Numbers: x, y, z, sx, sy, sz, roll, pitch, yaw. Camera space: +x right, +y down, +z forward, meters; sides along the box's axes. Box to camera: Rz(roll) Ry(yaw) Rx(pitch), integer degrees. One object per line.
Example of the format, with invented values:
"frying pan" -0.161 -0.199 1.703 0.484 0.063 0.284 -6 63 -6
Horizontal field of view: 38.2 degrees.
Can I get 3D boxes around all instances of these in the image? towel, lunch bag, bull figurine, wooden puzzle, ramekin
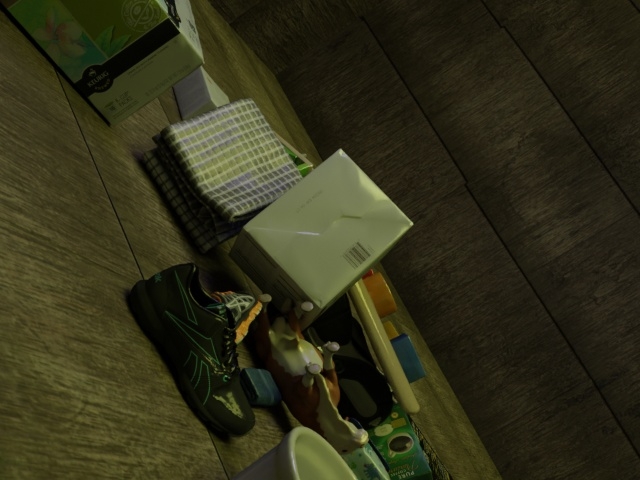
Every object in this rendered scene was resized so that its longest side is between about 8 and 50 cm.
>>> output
"towel" -0.102 0.244 1.528 0.067 0.029 0.119 60 9 18
"lunch bag" 0.059 0.400 1.680 0.129 0.096 0.151 55 -5 0
"towel" -0.176 -0.138 1.783 0.283 0.121 0.235 -31 88 -49
"bull figurine" -0.026 0.228 1.592 0.310 0.101 0.188 47 -37 37
"wooden puzzle" 0.135 0.186 1.991 0.348 0.080 0.322 -112 178 -86
"ramekin" -0.014 0.390 1.173 0.277 0.135 0.277 56 9 -14

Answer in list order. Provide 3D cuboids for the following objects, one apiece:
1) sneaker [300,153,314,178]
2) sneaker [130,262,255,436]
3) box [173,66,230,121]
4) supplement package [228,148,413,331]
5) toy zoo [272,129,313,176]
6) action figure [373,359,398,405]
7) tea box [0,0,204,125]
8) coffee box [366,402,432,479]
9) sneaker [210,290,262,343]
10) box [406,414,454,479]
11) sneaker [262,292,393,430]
"sneaker" -0.079 -0.093 2.207 0.137 0.210 0.366 58 9 5
"sneaker" -0.159 0.155 1.302 0.267 0.106 0.101 58 8 -7
"box" -0.285 -0.329 2.297 0.130 0.091 0.170 49 13 -41
"supplement package" 0.000 0.000 1.720 0.204 0.262 0.145 47 -27 5
"toy zoo" -0.179 -0.167 1.968 0.192 0.030 0.293 42 42 23
"action figure" 0.093 0.285 2.229 0.285 0.099 0.185 54 16 6
"tea box" -0.403 -0.451 1.687 0.323 0.220 0.329 50 12 -37
"coffee box" 0.150 0.437 1.941 0.040 0.113 0.184 80 -11 -45
"sneaker" -0.156 0.118 1.520 0.083 0.084 0.215 47 9 -7
"box" 0.240 0.563 2.101 0.257 0.079 0.322 58 9 -9
"sneaker" -0.009 0.174 1.956 0.448 0.169 0.257 63 -1 -21
